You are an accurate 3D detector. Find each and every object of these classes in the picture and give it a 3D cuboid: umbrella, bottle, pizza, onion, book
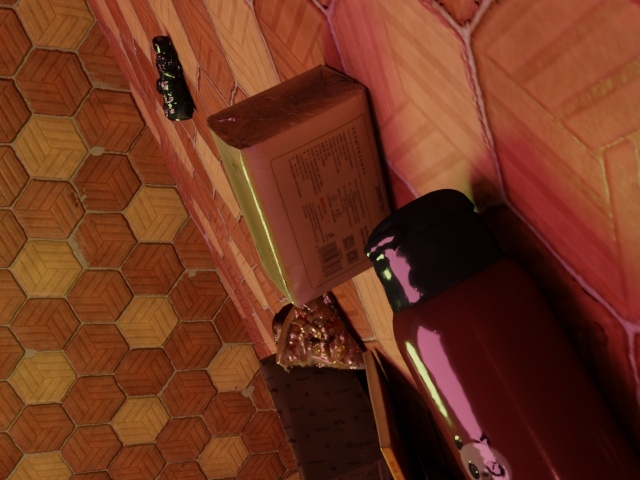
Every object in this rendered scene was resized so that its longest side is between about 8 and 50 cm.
[{"bbox_3d":[-0.352,-0.381,1.678,0.224,0.080,0.071,85,-172,-51],"label":"umbrella"},{"bbox_3d":[0.155,0.116,0.620,0.336,0.144,0.144,62,167,4],"label":"bottle"},{"bbox_3d":[0.009,0.197,1.375,0.195,0.185,0.052,26,-170,23],"label":"pizza"},{"bbox_3d":[-0.046,0.197,1.583,0.131,0.131,0.131,56,166,22],"label":"onion"},{"bbox_3d":[0.155,0.406,1.244,0.262,0.028,0.373,-94,-17,-65],"label":"book"}]

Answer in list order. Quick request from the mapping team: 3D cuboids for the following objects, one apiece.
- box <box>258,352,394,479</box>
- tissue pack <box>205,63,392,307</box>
[{"bbox_3d":[0.019,0.380,1.456,0.225,0.191,0.297,79,167,-51],"label":"box"},{"bbox_3d":[-0.014,-0.061,0.844,0.125,0.159,0.234,46,160,49],"label":"tissue pack"}]
